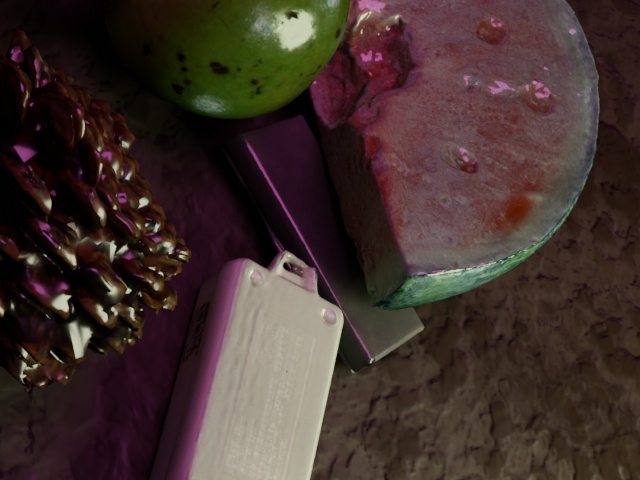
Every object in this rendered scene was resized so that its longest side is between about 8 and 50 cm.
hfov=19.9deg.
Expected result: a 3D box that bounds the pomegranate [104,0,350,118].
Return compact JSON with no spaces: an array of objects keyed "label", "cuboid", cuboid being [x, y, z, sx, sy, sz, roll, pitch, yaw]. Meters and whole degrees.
[{"label":"pomegranate","cuboid":[-0.091,-0.180,1.266,0.225,0.187,0.187,14,59,-32]}]

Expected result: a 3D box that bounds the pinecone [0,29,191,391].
[{"label":"pinecone","cuboid":[-0.195,-0.007,1.088,0.221,0.221,0.221,17,58,-29]}]

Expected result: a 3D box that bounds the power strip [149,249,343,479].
[{"label":"power strip","cuboid":[-0.059,0.157,1.195,0.098,0.058,0.338,29,52,-22]}]

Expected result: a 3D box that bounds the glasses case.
[{"label":"glasses case","cuboid":[0.001,0.001,1.326,0.072,0.042,0.190,-24,82,-51]}]

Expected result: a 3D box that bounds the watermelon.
[{"label":"watermelon","cuboid":[0.073,-0.073,1.357,0.226,0.148,0.318,30,54,-7]}]
